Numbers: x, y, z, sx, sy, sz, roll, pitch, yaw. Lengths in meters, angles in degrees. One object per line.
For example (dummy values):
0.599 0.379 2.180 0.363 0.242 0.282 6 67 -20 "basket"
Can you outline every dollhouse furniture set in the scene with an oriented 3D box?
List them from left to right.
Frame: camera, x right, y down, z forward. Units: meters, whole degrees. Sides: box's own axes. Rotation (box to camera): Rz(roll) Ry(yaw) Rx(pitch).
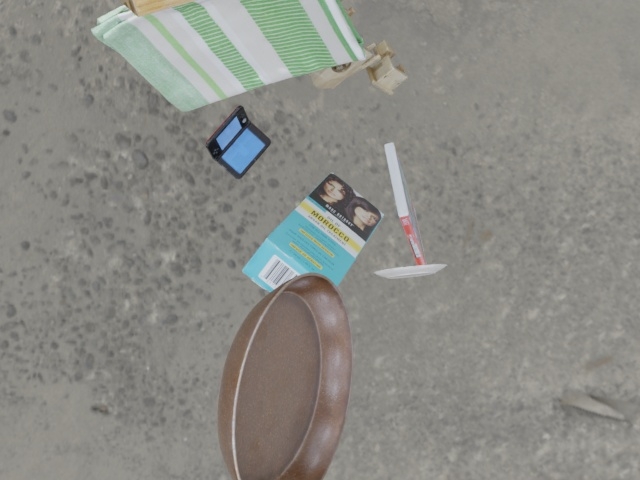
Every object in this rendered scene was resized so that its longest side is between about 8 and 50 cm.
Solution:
0.042 -0.339 1.219 0.101 0.181 0.161 -36 144 31 "dollhouse furniture set"

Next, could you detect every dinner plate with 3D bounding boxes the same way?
0.174 0.060 1.378 0.141 0.141 0.017 -5 83 -12 "dinner plate"

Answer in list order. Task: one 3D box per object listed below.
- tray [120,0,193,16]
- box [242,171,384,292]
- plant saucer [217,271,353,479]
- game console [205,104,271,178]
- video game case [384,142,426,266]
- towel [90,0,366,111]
-0.023 -0.344 0.763 0.411 0.203 0.076 -22 120 -13 "tray"
0.000 0.000 0.913 0.100 0.244 0.060 39 120 0 "box"
-0.024 0.105 0.500 0.029 0.168 0.168 4 129 27 "plant saucer"
-0.211 -0.254 1.854 0.144 0.085 0.124 -51 162 -12 "game console"
0.206 -0.071 1.700 0.025 0.204 0.285 -14 148 11 "video game case"
-0.122 -0.287 1.023 0.325 0.038 0.248 -13 155 19 "towel"
